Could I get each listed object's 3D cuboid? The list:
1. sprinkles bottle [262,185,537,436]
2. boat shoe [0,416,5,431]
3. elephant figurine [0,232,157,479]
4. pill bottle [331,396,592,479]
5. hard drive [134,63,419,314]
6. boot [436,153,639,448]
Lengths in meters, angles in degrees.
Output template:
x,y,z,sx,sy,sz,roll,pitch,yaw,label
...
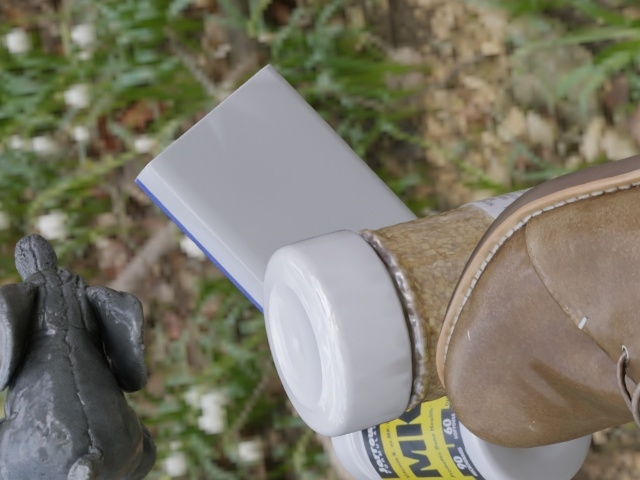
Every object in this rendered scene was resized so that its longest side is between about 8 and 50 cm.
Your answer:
x,y,z,sx,sy,sz,roll,pitch,yaw,label
0.145,0.022,1.080,0.121,0.355,0.121,166,90,-69,sprinkles bottle
-0.423,0.244,1.861,0.103,0.320,0.118,85,-168,-65,boat shoe
-0.229,0.096,1.461,0.169,0.186,0.240,10,-106,-59,elephant figurine
0.102,0.139,1.309,0.208,0.119,0.119,-16,80,58,pill bottle
0.000,0.000,1.610,0.319,0.210,0.040,46,136,-1,hard drive
0.131,0.036,0.650,0.305,0.112,0.115,-40,29,53,boot
